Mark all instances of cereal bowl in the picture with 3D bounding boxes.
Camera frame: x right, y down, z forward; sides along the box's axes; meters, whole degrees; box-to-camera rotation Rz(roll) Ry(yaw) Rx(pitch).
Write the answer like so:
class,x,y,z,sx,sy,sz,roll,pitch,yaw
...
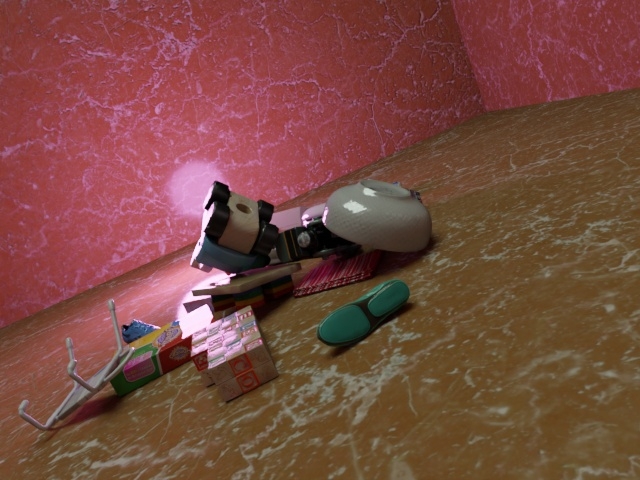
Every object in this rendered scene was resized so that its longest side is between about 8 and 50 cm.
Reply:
class,x,y,z,sx,sy,sz,roll,pitch,yaw
cereal bowl,0.180,-0.093,1.521,0.339,0.141,0.339,11,20,-4

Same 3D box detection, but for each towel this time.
class,x,y,z,sx,sy,sz,roll,pitch,yaw
towel,0.061,0.096,1.564,0.275,0.031,0.199,-17,14,24

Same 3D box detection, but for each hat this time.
class,x,y,z,sx,sy,sz,roll,pitch,yaw
hat,-0.265,0.152,1.909,0.173,0.183,0.208,-22,-29,13

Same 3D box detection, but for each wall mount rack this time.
class,x,y,z,sx,sy,sz,roll,pitch,yaw
wall mount rack,-0.646,0.336,1.371,0.350,0.130,0.304,-38,18,16

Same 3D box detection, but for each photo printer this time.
class,x,y,z,sx,sy,sz,roll,pitch,yaw
photo printer,0.100,-0.103,1.943,0.307,0.107,0.256,-11,1,-43

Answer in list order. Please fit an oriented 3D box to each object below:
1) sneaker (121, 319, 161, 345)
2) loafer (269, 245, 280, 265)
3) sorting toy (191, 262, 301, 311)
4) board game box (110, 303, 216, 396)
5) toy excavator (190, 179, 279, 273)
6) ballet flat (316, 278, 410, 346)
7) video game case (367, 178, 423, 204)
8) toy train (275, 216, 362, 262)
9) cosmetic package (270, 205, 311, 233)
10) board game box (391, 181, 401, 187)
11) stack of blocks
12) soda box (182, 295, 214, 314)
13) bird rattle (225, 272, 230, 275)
class,x,y,z,sx,sy,sz,roll,pitch,yaw
sneaker,-0.618,0.314,1.744,0.209,0.082,0.069,-12,15,35
loafer,-0.133,0.032,2.003,0.268,0.092,0.102,-16,15,28
sorting toy,-0.225,0.155,1.596,0.257,0.089,0.255,-9,6,44
board game box,-0.453,0.314,1.495,0.316,0.064,0.242,-27,14,-15
toy excavator,-0.357,0.014,1.774,0.445,0.222,0.433,-57,24,24
ballet flat,0.094,0.170,1.144,0.247,0.083,0.087,-28,-10,-20
video game case,0.267,-0.150,1.843,0.210,0.042,0.232,15,25,-2
toy train,0.000,0.000,1.684,0.190,0.142,0.334,-17,-6,32
cosmetic package,-0.130,-0.051,2.149,0.153,0.129,0.296,4,-10,-44
board game box,0.227,-0.176,2.301,0.305,0.053,0.193,-20,14,12
stack of blocks,-0.215,0.270,1.215,0.171,0.087,0.297,-25,13,-9
soda box,-0.400,0.220,1.792,0.183,0.058,0.063,-14,16,33
bird rattle,-0.327,0.044,2.085,0.253,0.143,0.207,-59,37,7
